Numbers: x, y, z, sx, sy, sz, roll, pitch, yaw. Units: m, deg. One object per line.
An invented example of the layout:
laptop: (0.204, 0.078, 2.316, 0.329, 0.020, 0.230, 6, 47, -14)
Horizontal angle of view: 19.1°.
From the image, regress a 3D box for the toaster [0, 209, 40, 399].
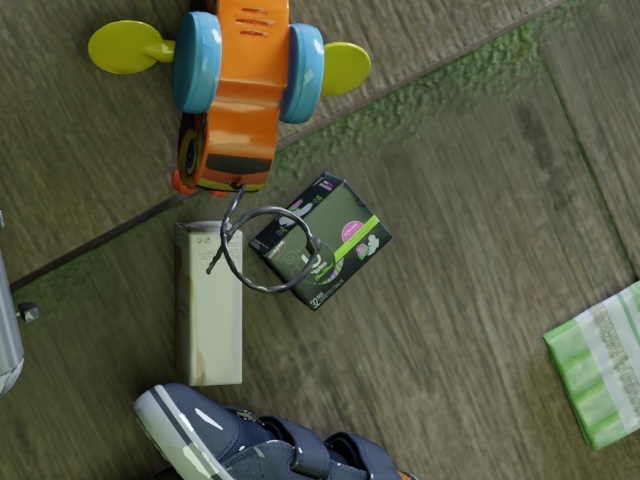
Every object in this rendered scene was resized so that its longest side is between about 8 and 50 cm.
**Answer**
toaster: (-0.311, 0.059, 1.304, 0.227, 0.129, 0.146, -22, 107, -14)

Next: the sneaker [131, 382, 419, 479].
sneaker: (-0.003, 0.191, 1.424, 0.127, 0.126, 0.321, -43, 119, -2)

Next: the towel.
towel: (0.263, 0.089, 1.543, 0.152, 0.023, 0.113, -27, 104, -9)

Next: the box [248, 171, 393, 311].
box: (0.000, 0.000, 1.428, 0.083, 0.052, 0.062, -44, 109, -5)

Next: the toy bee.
toy bee: (-0.076, -0.101, 1.354, 0.195, 0.162, 0.298, 25, 66, -11)

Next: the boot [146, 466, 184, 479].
boot: (-0.161, 0.386, 1.400, 0.284, 0.138, 0.377, -21, 104, -12)

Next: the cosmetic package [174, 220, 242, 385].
cosmetic package: (-0.083, 0.046, 1.407, 0.041, 0.060, 0.115, -2, 98, -15)
